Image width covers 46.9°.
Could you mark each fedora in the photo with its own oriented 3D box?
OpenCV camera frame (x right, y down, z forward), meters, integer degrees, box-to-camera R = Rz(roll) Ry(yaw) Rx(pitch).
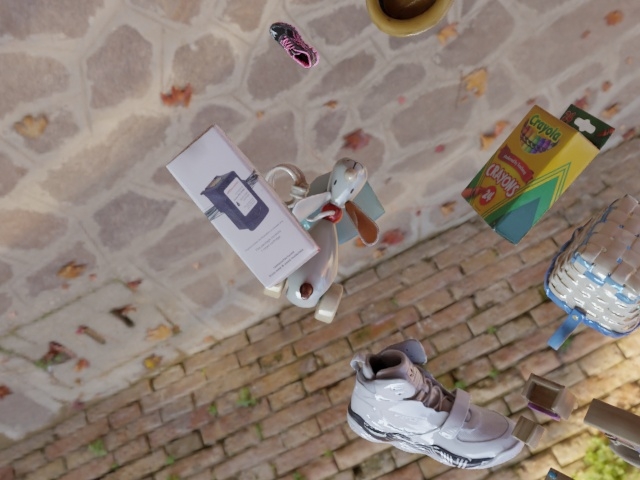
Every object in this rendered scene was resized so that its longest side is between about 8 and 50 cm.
[{"bbox_3d":[0.188,-0.492,1.470,0.194,0.194,0.079,-42,165,24],"label":"fedora"}]

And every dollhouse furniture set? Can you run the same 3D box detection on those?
[{"bbox_3d":[0.462,0.446,1.295,0.198,0.287,0.303,42,73,-47],"label":"dollhouse furniture set"}]

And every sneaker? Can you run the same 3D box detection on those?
[{"bbox_3d":[-0.054,-0.386,1.466,0.119,0.057,0.047,38,123,-11],"label":"sneaker"},{"bbox_3d":[0.224,0.324,1.471,0.366,0.137,0.210,8,129,18],"label":"sneaker"}]

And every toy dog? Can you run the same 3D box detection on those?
[{"bbox_3d":[0.000,0.000,1.430,0.220,0.333,0.161,1,-178,-5],"label":"toy dog"}]

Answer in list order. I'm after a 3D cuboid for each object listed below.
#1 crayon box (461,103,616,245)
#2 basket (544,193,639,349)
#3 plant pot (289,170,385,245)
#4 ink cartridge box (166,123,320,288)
[{"bbox_3d":[0.468,-0.167,1.621,0.081,0.202,0.318,32,105,-24],"label":"crayon box"},{"bbox_3d":[0.541,0.074,1.396,0.255,0.201,0.289,-47,165,-19],"label":"basket"},{"bbox_3d":[0.017,-0.065,1.951,0.166,0.165,0.234,-18,-161,47],"label":"plant pot"},{"bbox_3d":[-0.112,-0.048,1.138,0.100,0.237,0.172,-39,178,0],"label":"ink cartridge box"}]
